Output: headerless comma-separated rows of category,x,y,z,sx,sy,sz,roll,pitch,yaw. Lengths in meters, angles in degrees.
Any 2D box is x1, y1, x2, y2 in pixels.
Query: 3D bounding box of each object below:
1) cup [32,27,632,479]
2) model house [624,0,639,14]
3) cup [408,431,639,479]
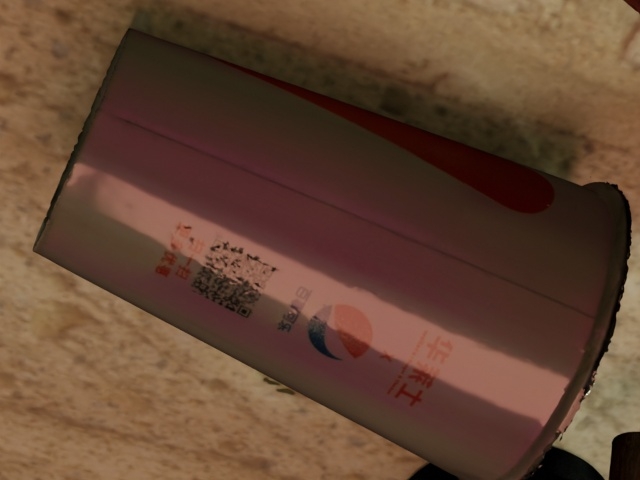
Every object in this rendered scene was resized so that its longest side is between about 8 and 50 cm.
cup,0.000,0.000,0.869,0.288,0.203,0.203,23,125,-11
model house,0.257,-0.180,0.706,0.160,0.196,0.254,38,119,-25
cup,0.135,0.229,1.047,0.166,0.177,0.239,4,129,-3
